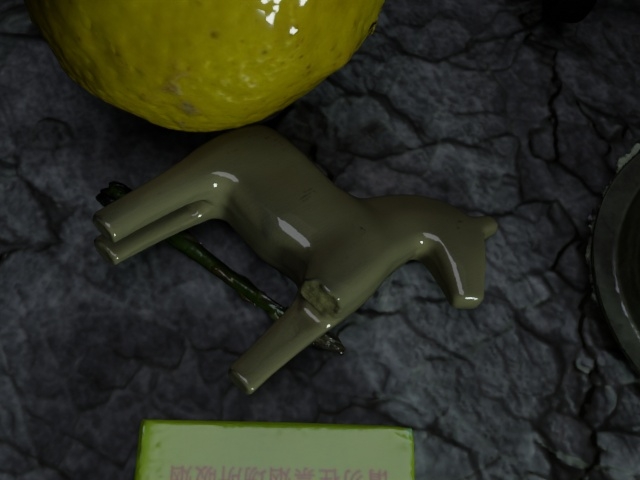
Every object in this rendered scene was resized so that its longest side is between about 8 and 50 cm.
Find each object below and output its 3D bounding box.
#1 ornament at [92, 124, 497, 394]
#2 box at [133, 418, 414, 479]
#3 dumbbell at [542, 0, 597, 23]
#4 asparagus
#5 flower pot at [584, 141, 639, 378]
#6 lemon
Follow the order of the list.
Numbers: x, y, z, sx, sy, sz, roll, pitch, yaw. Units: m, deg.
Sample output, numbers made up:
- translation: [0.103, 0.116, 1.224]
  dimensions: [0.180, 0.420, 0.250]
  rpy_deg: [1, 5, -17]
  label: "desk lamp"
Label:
- translation: [0.000, 0.000, 0.556]
  dimensions: [0.230, 0.061, 0.245]
  rpy_deg: [42, 58, 16]
  label: "ornament"
- translation: [-0.032, 0.282, 0.451]
  dimensions: [0.187, 0.047, 0.335]
  rpy_deg: [2, 68, -2]
  label: "box"
- translation: [0.296, -0.241, 0.633]
  dimensions: [0.325, 0.143, 0.143]
  rpy_deg: [14, 67, 3]
  label: "dumbbell"
- translation: [-0.079, 0.021, 0.573]
  dimensions: [0.233, 0.022, 0.023]
  rpy_deg: [34, 27, 12]
  label: "asparagus"
- translation: [0.347, -0.015, 0.478]
  dimensions: [0.290, 0.259, 0.290]
  rpy_deg: [0, 67, -1]
  label: "flower pot"
- translation: [-0.079, -0.204, 0.527]
  dimensions: [0.253, 0.310, 0.254]
  rpy_deg: [-5, 98, -37]
  label: "lemon"
